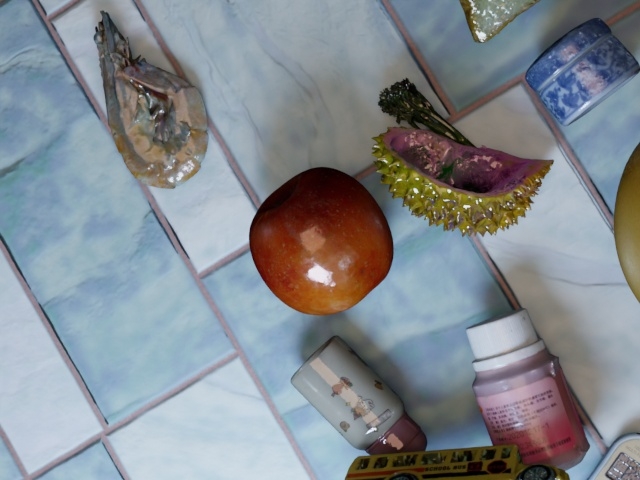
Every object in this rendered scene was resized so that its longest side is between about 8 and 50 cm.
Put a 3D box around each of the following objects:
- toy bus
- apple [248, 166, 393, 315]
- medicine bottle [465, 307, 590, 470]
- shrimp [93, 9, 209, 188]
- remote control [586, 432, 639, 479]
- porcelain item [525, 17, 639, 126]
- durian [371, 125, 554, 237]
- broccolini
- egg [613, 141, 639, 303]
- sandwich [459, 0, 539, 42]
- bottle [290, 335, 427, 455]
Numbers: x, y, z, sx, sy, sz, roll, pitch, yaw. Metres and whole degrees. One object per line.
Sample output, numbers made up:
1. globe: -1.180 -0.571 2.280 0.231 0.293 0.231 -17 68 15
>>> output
1. toy bus: 0.203 0.375 1.778 0.335 0.123 0.121 -9 117 22
2. apple: 0.000 0.000 1.871 0.218 0.218 0.201 -33 111 9
3. medicine bottle: 0.310 0.235 1.856 0.147 0.147 0.247 -20 87 9
4. shrimp: -0.283 -0.239 1.995 0.164 0.062 0.317 -20 91 5
5. remote control: 0.445 0.406 1.883 0.087 0.047 0.244 35 97 11
6. porcelain item: 0.394 -0.258 1.833 0.147 0.147 0.114 -37 84 8
7. durian: 0.196 -0.083 1.856 0.260 0.186 0.153 19 102 19
8. broccolini: 0.177 -0.178 1.915 0.201 0.074 0.058 43 80 5
9. egg: 0.567 -0.011 1.737 0.282 0.282 0.351 -19 90 9
10. sandwich: 0.269 -0.461 1.834 0.226 0.087 0.251 -35 115 3
11. bottle: 0.068 0.266 1.914 0.233 0.110 0.110 44 97 6
